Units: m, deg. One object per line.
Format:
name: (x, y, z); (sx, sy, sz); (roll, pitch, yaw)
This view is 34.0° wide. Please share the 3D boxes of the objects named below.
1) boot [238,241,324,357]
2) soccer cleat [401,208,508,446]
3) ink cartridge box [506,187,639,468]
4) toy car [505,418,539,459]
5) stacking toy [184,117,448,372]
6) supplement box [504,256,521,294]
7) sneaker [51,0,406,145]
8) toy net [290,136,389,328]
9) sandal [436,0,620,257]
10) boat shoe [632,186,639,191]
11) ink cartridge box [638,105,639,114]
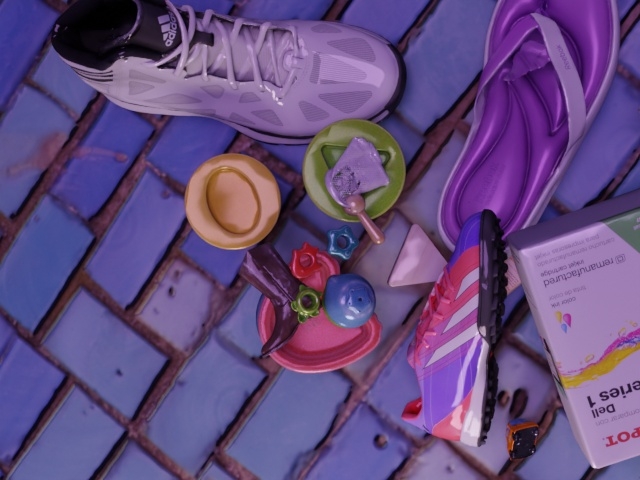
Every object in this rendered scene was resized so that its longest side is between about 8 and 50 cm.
boot: (-0.068, 0.071, 1.281); (0.114, 0.037, 0.106); (46, 74, -5)
soccer cleat: (0.161, 0.108, 1.271); (0.116, 0.109, 0.318); (9, 119, 16)
ink cartridge box: (0.360, 0.097, 1.217); (0.201, 0.117, 0.278); (-19, 99, 6)
toy car: (0.286, 0.231, 1.329); (0.122, 0.060, 0.040); (-25, 39, -4)
stacking toy: (0.000, 0.000, 1.370); (0.279, 0.130, 0.309); (-27, 91, -3)
supplement box: (0.219, 0.047, 1.335); (0.098, 0.036, 0.062); (-43, 79, 10)
sneaker: (-0.127, -0.219, 1.307); (0.447, 0.257, 0.169); (6, 91, 13)
toy net: (0.020, -0.011, 1.276); (0.122, 0.045, 0.232); (7, 82, -19)
sandal: (0.257, -0.170, 1.277); (0.169, 0.102, 0.416); (16, 89, 19)
boat shoe: (0.430, -0.056, 1.275); (0.170, 0.059, 0.063); (-24, 100, 7)
ink cartridge box: (0.535, -0.161, 1.140); (0.270, 0.197, 0.198); (-38, 90, -3)
